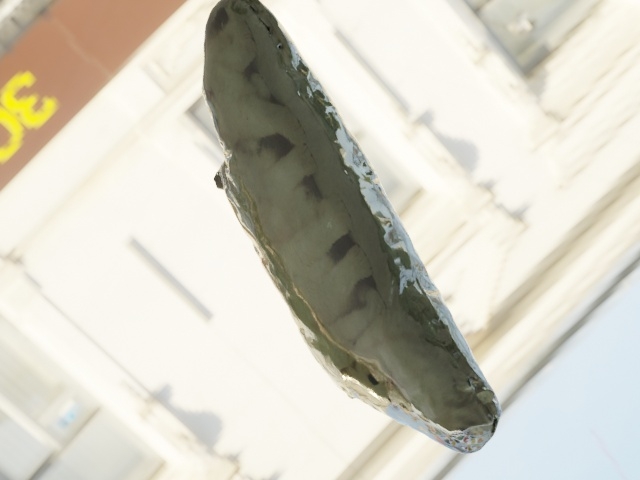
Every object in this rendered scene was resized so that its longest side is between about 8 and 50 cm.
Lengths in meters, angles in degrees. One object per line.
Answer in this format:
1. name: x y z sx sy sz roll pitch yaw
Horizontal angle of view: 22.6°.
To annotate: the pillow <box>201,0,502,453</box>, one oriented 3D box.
1. pillow: 0.000 0.001 0.758 0.051 0.241 0.093 -26 171 -38
